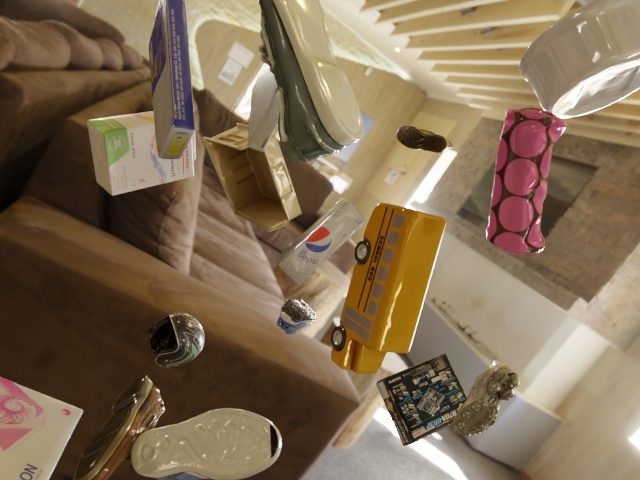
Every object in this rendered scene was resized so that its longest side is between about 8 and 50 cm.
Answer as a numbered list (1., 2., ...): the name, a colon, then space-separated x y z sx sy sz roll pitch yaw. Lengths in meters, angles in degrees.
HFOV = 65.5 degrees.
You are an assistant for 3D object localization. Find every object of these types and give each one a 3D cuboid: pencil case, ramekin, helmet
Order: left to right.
1. helmet: -0.450 0.312 1.582 0.169 0.162 0.169 56 2 -3
2. pencil case: 0.306 -0.088 0.739 0.098 0.209 0.095 -1 17 -17
3. ramekin: 0.599 -0.388 1.094 0.277 0.278 0.135 17 55 -62

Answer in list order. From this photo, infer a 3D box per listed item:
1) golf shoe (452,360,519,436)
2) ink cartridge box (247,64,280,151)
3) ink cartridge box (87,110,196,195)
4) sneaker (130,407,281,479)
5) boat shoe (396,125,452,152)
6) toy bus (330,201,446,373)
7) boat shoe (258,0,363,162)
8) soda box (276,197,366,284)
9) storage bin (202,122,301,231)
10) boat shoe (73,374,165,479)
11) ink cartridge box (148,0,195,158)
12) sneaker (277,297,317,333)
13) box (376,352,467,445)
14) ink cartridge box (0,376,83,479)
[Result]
1. golf shoe: 0.336 0.325 1.029 0.069 0.176 0.086 36 12 -4
2. ink cartridge box: -0.106 -0.356 1.144 0.046 0.224 0.223 15 51 -22
3. ink cartridge box: -0.522 -0.292 1.572 0.354 0.206 0.119 -23 41 -39
4. sneaker: -0.201 0.440 1.047 0.236 0.323 0.130 55 26 -58
5. boat shoe: 0.260 -0.249 1.252 0.049 0.056 0.152 3 22 -47
6. toy bus: 0.127 0.100 0.957 0.108 0.332 0.130 12 6 -33
7. boat shoe: -0.046 -0.248 0.634 0.116 0.099 0.319 -1 67 -56
8. soda box: 0.000 0.000 1.517 0.091 0.286 0.098 47 0 -14
9. storage bin: -0.195 -0.188 1.453 0.260 0.123 0.262 26 -39 52
10. boat shoe: -0.403 0.411 1.059 0.104 0.111 0.307 57 14 -15
11. ink cartridge box: -0.334 -0.372 1.130 0.072 0.303 0.307 -2 -6 -27
12. sneaker: -0.061 0.189 1.178 0.080 0.081 0.211 43 -1 13
13. box: 0.282 0.421 1.336 0.221 0.051 0.175 -14 69 -27
14. ink cartridge box: -0.669 0.377 0.952 0.330 0.071 0.324 30 9 -16
